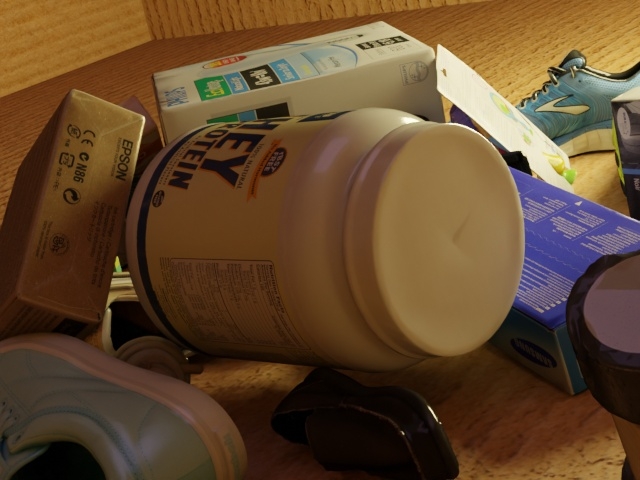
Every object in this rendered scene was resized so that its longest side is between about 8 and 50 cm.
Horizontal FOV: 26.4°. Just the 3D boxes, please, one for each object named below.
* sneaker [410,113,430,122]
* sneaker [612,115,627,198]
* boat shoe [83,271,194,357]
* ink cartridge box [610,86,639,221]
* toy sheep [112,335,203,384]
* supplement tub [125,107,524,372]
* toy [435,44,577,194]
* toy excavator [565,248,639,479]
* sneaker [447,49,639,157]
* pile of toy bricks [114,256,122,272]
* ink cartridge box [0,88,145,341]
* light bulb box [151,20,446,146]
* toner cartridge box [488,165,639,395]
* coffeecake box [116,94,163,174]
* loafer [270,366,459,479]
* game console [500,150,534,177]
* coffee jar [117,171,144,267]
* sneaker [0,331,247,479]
[{"bbox_3d":[0.062,-0.067,1.701,0.208,0.094,0.081,-27,40,9],"label":"sneaker"},{"bbox_3d":[0.438,-0.134,1.721,0.123,0.109,0.295,-6,19,23],"label":"sneaker"},{"bbox_3d":[-0.233,0.093,1.464,0.302,0.113,0.103,-16,17,0],"label":"boat shoe"},{"bbox_3d":[0.470,-0.081,1.428,0.333,0.165,0.065,2,22,44],"label":"ink cartridge box"},{"bbox_3d":[-0.167,0.135,1.338,0.091,0.091,0.132,-19,4,-20],"label":"toy sheep"},{"bbox_3d":[0.000,0.000,1.262,0.325,0.235,0.235,0,20,46],"label":"supplement tub"},{"bbox_3d":[0.223,-0.134,1.732,0.056,0.237,0.137,-47,18,27],"label":"toy"},{"bbox_3d":[0.425,0.115,0.749,0.433,0.222,0.445,-32,40,-8],"label":"toy excavator"},{"bbox_3d":[0.334,-0.194,1.927,0.330,0.147,0.130,-12,17,6],"label":"sneaker"},{"bbox_3d":[-0.248,0.062,1.587,0.212,0.105,0.118,-10,17,9],"label":"pile of toy bricks"},{"bbox_3d":[-0.263,-0.001,1.359,0.088,0.234,0.193,19,-30,-20],"label":"ink cartridge box"},{"bbox_3d":[-0.034,-0.142,1.891,0.361,0.225,0.358,-14,16,-6],"label":"light bulb box"},{"bbox_3d":[0.205,0.025,1.340,0.165,0.075,0.348,-28,26,-15],"label":"toner cartridge box"},{"bbox_3d":[-0.304,-0.110,2.023,0.142,0.068,0.185,-32,-24,-13],"label":"coffeecake box"},{"bbox_3d":[0.032,0.165,1.120,0.078,0.080,0.220,-31,18,-24],"label":"loafer"},{"bbox_3d":[0.120,0.017,1.607,0.293,0.173,0.250,-14,-14,-4],"label":"game console"},{"bbox_3d":[-0.267,-0.033,1.929,0.079,0.096,0.184,-10,17,18],"label":"coffee jar"},{"bbox_3d":[-0.240,0.170,1.184,0.366,0.135,0.150,2,19,43],"label":"sneaker"}]
